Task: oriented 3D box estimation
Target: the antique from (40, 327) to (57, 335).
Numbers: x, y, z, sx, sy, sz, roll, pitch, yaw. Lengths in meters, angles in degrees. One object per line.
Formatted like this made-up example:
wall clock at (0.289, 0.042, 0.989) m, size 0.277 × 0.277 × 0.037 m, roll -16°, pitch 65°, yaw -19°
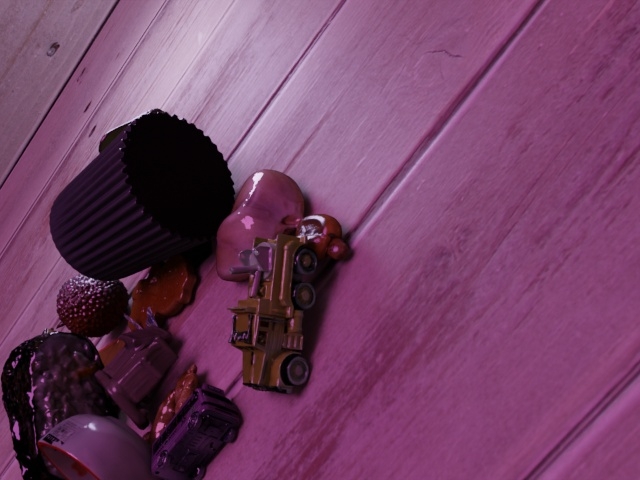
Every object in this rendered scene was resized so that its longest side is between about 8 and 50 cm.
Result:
antique at (-0.667, 0.352, 2.072) m, size 0.087 × 0.093 × 0.310 m, roll -55°, pitch 29°, yaw 22°

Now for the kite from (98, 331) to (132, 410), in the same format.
kite at (-0.538, 0.364, 1.973) m, size 0.377 × 0.013 × 0.327 m, roll -62°, pitch 31°, yaw 2°

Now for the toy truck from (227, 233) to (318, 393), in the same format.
toy truck at (-0.096, 0.120, 1.383) m, size 0.128 × 0.135 × 0.259 m, roll -7°, pitch 79°, yaw 51°

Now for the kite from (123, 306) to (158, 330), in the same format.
kite at (-0.387, 0.206, 1.830) m, size 0.153 × 0.005 × 0.137 m, roll 23°, pitch 110°, yaw 37°

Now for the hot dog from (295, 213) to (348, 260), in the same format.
hot dog at (0.001, -0.002, 1.444) m, size 0.140 × 0.060 × 0.089 m, roll -7°, pitch 52°, yaw 61°

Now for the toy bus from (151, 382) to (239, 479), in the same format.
toy bus at (-0.225, 0.342, 1.478) m, size 0.178 × 0.087 × 0.098 m, roll -51°, pitch 30°, yaw 19°

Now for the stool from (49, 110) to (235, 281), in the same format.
stool at (-0.400, -0.076, 1.822) m, size 0.330 × 0.297 × 0.297 m, roll -28°, pitch 46°, yaw 37°

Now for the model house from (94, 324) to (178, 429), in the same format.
model house at (-0.365, 0.262, 1.696) m, size 0.188 × 0.122 × 0.229 m, roll -56°, pitch 24°, yaw -11°

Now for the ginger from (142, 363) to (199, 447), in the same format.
ginger at (-0.277, 0.327, 1.598) m, size 0.193 × 0.053 × 0.176 m, roll -32°, pitch 31°, yaw 57°

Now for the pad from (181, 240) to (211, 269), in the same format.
pad at (-0.284, -0.005, 1.897) m, size 0.116 × 0.004 × 0.193 m, roll -43°, pitch 38°, yaw 29°

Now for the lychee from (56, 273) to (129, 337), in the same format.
lychee at (-0.553, 0.157, 2.002) m, size 0.197 × 0.165 × 0.165 m, roll -35°, pitch 40°, yaw 22°

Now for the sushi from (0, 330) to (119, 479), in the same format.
sushi at (-0.553, 0.368, 1.763) m, size 0.171 × 0.211 × 0.350 m, roll -31°, pitch 71°, yaw 38°

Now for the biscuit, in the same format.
biscuit at (-0.351, 0.117, 1.868) m, size 0.249 × 0.035 × 0.184 m, roll -34°, pitch 45°, yaw 38°

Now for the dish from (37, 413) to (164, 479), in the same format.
dish at (-0.387, 0.410, 1.542) m, size 0.256 × 0.256 × 0.117 m, roll -9°, pitch 33°, yaw 52°

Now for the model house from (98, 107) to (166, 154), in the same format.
model house at (-0.376, -0.146, 2.036) m, size 0.205 × 0.218 × 0.279 m, roll -35°, pitch 60°, yaw -28°

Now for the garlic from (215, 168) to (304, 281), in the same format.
garlic at (-0.126, -0.043, 1.608) m, size 0.228 × 0.110 × 0.217 m, roll -23°, pitch 45°, yaw 45°
